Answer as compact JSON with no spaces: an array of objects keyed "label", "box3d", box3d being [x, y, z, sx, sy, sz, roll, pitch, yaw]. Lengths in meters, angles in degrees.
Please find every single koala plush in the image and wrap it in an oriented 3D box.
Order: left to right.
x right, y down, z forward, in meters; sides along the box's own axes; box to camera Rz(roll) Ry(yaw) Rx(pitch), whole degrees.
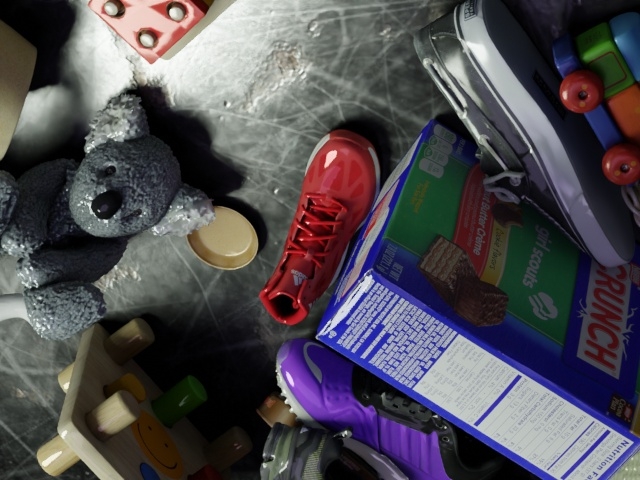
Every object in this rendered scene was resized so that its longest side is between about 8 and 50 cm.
[{"label":"koala plush","box3d":[-0.240,-0.040,1.999,0.221,0.203,0.196,-36,96,12]}]

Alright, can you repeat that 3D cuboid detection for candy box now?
[{"label":"candy box","box3d":[0.187,0.066,1.857,0.317,0.268,0.122,32,130,-7]}]

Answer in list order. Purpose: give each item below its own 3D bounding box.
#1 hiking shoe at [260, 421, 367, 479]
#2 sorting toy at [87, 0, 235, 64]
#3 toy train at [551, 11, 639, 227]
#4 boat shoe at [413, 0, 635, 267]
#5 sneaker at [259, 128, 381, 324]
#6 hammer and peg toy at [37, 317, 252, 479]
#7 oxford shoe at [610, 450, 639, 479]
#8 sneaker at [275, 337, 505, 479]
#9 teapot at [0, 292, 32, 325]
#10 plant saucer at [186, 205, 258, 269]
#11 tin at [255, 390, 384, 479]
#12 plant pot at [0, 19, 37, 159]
[{"label":"hiking shoe","box3d":[0.004,0.305,2.063,0.114,0.086,0.227,-1,119,18]},{"label":"sorting toy","box3d":[-0.170,-0.320,1.812,0.255,0.089,0.257,44,125,-14]},{"label":"toy train","box3d":[0.336,-0.111,1.803,0.143,0.105,0.248,-27,113,16]},{"label":"boat shoe","box3d":[0.198,-0.093,1.840,0.105,0.113,0.306,-26,111,30]},{"label":"sneaker","box3d":[0.000,0.000,1.956,0.087,0.128,0.221,17,127,5]},{"label":"hammer and peg toy","box3d":[-0.157,0.277,2.116,0.127,0.266,0.361,-36,108,14]},{"label":"oxford shoe","box3d":[0.386,0.215,1.977,0.130,0.169,0.449,12,128,-15]},{"label":"sneaker","box3d":[0.089,0.184,2.082,0.293,0.102,0.146,40,122,-18]},{"label":"teapot","box3d":[-0.458,-0.015,2.054,0.187,0.252,0.256,-35,141,-1]},{"label":"plant saucer","box3d":[-0.107,-0.006,2.056,0.083,0.015,0.083,8,125,12]},{"label":"tin","box3d":[0.007,0.242,2.140,0.189,0.106,0.040,41,85,-13]},{"label":"plant pot","box3d":[-0.442,-0.180,1.919,0.274,0.256,0.256,19,129,-15]}]
